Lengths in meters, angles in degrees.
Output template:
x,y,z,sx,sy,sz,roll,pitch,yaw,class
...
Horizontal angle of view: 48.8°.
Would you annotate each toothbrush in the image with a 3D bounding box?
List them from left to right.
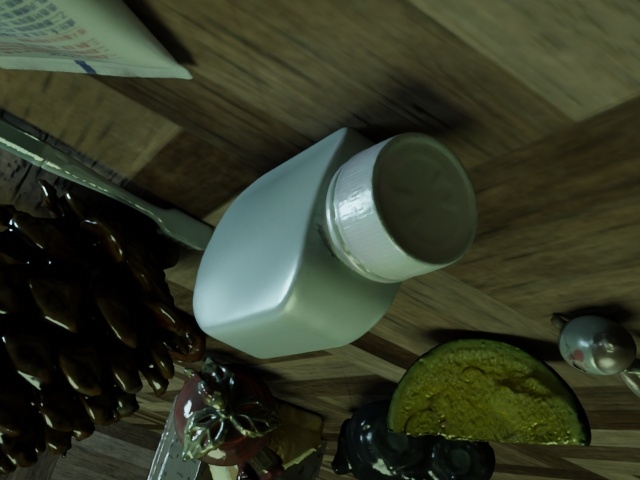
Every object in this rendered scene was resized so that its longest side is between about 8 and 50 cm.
x,y,z,sx,sy,sz,roll,pitch,yaw,class
-0.225,-0.074,0.515,0.342,0.025,0.030,30,157,-29,toothbrush

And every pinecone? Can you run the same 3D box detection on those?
x,y,z,sx,sy,sz,roll,pitch,yaw,class
-0.239,0.076,0.603,0.224,0.272,0.224,47,164,18,pinecone

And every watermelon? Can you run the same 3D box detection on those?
x,y,z,sx,sy,sz,roll,pitch,yaw,class
0.155,0.139,0.646,0.181,0.092,0.075,-8,161,32,watermelon

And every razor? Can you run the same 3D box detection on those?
x,y,z,sx,sy,sz,roll,pitch,yaw,class
0.120,0.301,1.013,0.189,0.107,0.327,17,159,0,razor

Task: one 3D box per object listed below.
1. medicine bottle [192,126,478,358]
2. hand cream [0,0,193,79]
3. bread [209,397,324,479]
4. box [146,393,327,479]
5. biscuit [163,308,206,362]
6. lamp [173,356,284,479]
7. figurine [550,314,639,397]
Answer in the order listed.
x,y,z,sx,sy,sz,roll,pitch,yaw,class
0.000,0.000,0.395,0.069,0.119,0.183,31,152,-22,medicine bottle
-0.162,-0.130,0.291,0.133,0.083,0.248,11,167,18,hand cream
-0.107,0.334,1.300,0.211,0.224,0.183,-18,166,-28,bread
-0.173,0.474,1.477,0.297,0.225,0.190,30,152,-29,box
-0.238,0.116,0.932,0.192,0.049,0.192,11,157,5,biscuit
-0.130,0.278,1.081,0.215,0.151,0.223,52,-179,13,lamp
0.262,0.100,0.490,0.205,0.103,0.260,48,175,30,figurine
